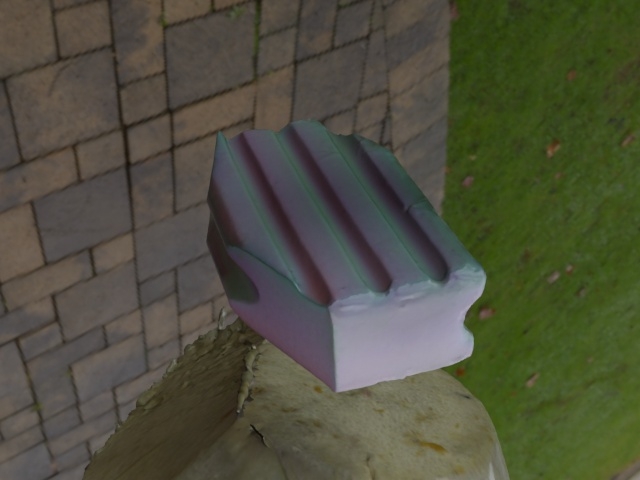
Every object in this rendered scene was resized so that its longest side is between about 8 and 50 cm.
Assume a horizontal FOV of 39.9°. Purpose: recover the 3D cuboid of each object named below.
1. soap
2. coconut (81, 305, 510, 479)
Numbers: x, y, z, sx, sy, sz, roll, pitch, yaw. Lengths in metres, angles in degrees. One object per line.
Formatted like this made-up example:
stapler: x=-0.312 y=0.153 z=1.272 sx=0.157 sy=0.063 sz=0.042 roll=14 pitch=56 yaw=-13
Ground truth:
soap: x=0.000 y=0.000 z=0.424 sx=0.100 sy=0.149 sz=0.056 roll=-10 pitch=128 yaw=-17
coconut: x=-0.033 y=0.258 z=0.681 sx=0.346 sy=0.346 sz=0.360 roll=-4 pitch=120 yaw=-46
